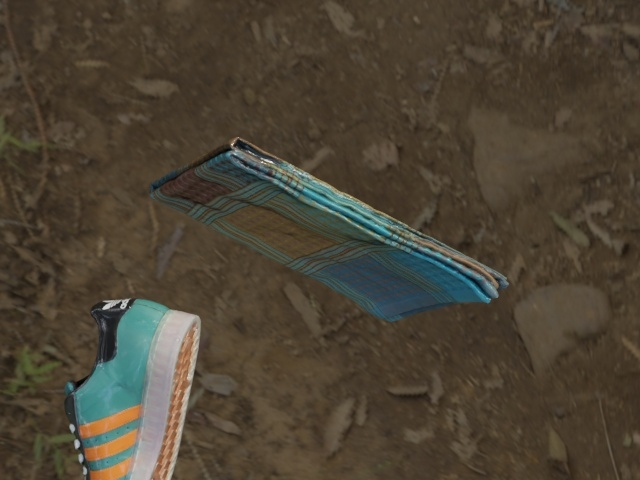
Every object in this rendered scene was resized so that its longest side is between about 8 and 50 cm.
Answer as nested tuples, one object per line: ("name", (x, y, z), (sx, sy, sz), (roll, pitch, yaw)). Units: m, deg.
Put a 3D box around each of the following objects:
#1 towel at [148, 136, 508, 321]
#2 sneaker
("towel", (0.000, 0.000, 1.358), (0.370, 0.271, 0.040), (27, 70, -21))
("sneaker", (-0.219, 0.204, 1.239), (0.121, 0.108, 0.302), (17, 101, 10))
